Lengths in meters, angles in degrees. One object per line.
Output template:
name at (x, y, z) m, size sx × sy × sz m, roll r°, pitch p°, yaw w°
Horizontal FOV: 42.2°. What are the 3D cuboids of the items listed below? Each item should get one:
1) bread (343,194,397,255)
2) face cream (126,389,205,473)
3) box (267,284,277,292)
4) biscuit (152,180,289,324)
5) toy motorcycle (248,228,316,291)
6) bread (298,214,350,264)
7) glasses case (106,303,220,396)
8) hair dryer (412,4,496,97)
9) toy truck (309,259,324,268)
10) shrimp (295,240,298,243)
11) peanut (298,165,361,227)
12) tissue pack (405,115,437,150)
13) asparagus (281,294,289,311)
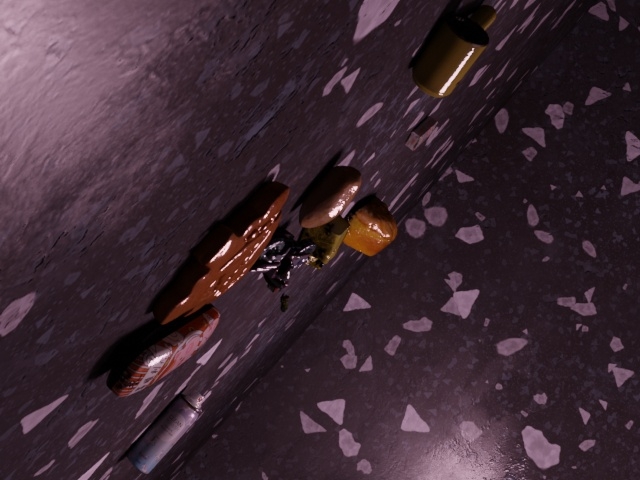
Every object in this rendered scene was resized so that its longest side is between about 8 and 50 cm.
bread at (0.145, -0.033, 2.326) m, size 0.129 × 0.134 × 0.260 m, roll -51°, pitch 172°, yaw 18°
face cream at (-0.375, 0.465, 2.048) m, size 0.229 × 0.075 × 0.075 m, roll -49°, pitch 172°, yaw -8°
box at (-0.096, 0.087, 1.962) m, size 0.051 × 0.023 × 0.082 m, roll -46°, pitch 172°, yaw -25°
biscuit at (-0.143, 0.031, 1.337) m, size 0.284 × 0.043 × 0.306 m, roll -48°, pitch 172°, yaw -5°
toy motorcycle at (-0.088, 0.036, 1.577) m, size 0.122 × 0.082 × 0.213 m, roll -50°, pitch 161°, yaw 12°
bread at (0.000, 0.000, 1.843) m, size 0.049 × 0.088 × 0.226 m, roll -47°, pitch 171°, yaw -27°
glasses case at (-0.248, 0.172, 1.343) m, size 0.103 × 0.067 × 0.267 m, roll -53°, pitch 172°, yaw 25°
hair dryer at (0.272, -0.378, 1.572) m, size 0.278 × 0.090 × 0.135 m, roll -50°, pitch 175°, yaw -49°
toy truck at (0.003, 0.035, 2.177) m, size 0.083 × 0.049 × 0.054 m, roll -50°, pitch 174°, yaw -2°
shrimp at (-0.073, 0.041, 1.876) m, size 0.059 × 0.023 × 0.108 m, roll -34°, pitch 165°, yaw -33°
peanut at (0.016, -0.082, 1.580) m, size 0.152 × 0.076 × 0.076 m, roll -45°, pitch 173°, yaw 5°
tissue pack at (0.262, -0.278, 2.150) m, size 0.083 × 0.035 × 0.063 m, roll -45°, pitch 171°, yaw -31°
asparagus at (-0.103, 0.182, 2.406) m, size 0.023 × 0.022 × 0.233 m, roll -3°, pitch 168°, yaw -4°
